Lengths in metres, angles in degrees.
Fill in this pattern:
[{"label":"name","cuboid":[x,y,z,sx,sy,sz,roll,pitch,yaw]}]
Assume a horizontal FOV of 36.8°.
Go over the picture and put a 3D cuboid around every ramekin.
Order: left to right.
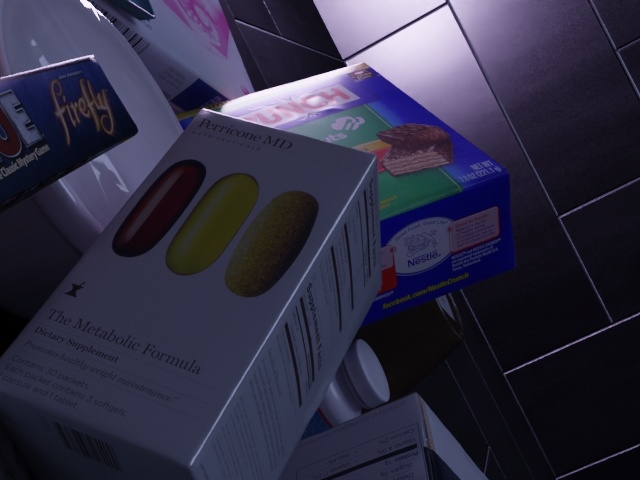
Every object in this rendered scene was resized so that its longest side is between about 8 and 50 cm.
[{"label":"ramekin","cuboid":[-0.206,-0.060,0.747,0.273,0.127,0.273,57,15,-25]}]

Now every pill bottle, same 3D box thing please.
[{"label":"pill bottle","cuboid":[-0.017,0.159,0.946,0.087,0.160,0.087,56,16,-26]}]

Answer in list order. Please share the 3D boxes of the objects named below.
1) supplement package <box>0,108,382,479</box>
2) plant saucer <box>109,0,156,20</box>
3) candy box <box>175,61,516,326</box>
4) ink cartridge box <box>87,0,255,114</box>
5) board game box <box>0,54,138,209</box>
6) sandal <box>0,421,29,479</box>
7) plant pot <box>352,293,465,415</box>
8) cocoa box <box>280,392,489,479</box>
[{"label":"supplement package","cuboid":[-0.068,0.053,0.608,0.134,0.139,0.244,84,29,-48]},{"label":"plant saucer","cuboid":[-0.217,-0.297,0.967,0.067,0.018,0.192,24,35,-53]},{"label":"candy box","cuboid":[0.000,-0.050,0.980,0.317,0.268,0.122,-131,-154,-53]},{"label":"ink cartridge box","cuboid":[-0.218,-0.300,1.103,0.324,0.071,0.330,29,33,-54]},{"label":"board game box","cuboid":[-0.206,0.009,0.387,0.042,0.243,0.165,60,14,-10]},{"label":"sandal","cuboid":[-0.205,0.179,0.411,0.416,0.102,0.169,-113,-173,-73]},{"label":"plant pot","cuboid":[0.036,0.108,1.083,0.215,0.230,0.215,56,16,-25]},{"label":"cocoa box","cuboid":[0.073,0.343,0.792,0.347,0.231,0.228,53,19,-34]}]
